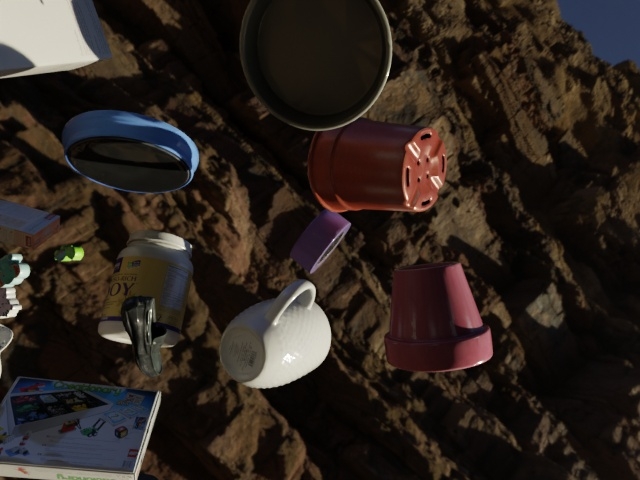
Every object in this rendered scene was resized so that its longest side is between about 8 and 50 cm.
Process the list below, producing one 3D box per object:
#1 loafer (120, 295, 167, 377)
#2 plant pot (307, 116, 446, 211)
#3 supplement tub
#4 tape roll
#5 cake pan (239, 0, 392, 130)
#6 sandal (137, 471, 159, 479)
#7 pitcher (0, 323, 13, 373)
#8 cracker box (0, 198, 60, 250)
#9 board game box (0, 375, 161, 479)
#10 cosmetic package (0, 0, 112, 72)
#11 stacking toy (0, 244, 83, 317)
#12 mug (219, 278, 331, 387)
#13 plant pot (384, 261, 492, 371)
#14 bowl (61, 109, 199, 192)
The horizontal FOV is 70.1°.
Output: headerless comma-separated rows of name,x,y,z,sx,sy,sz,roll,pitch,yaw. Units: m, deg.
loafer,-0.393,0.225,1.050,0.076,0.078,0.223,-108,-168,-62
plant pot,0.156,-0.190,1.164,0.265,0.272,0.272,13,-44,42
supplement tub,-0.545,0.157,1.460,0.241,0.331,0.241,4,-22,2
tape roll,0.000,0.000,1.322,0.080,0.189,0.189,39,-32,8
cake pan,-0.009,-0.362,0.876,0.293,0.054,0.293,6,-60,10
sandal,-0.572,0.773,1.447,0.179,0.067,0.040,11,-61,27
pitcher,-0.866,0.325,1.114,0.126,0.177,0.207,33,-72,-8
cracker box,-1.028,-0.059,1.524,0.232,0.155,0.067,17,-64,-4
board game box,-0.512,0.390,0.947,0.306,0.193,0.053,9,-55,-7
cosmetic package,-0.630,-0.440,0.925,0.155,0.365,0.196,-4,-68,21
stacking toy,-0.503,0.066,0.702,0.052,0.221,0.167,63,15,12
mug,-0.134,0.286,1.449,0.276,0.328,0.374,34,-76,22
plant pot,0.217,0.138,0.883,0.201,0.201,0.180,-9,-92,53
bowl,-0.577,-0.253,1.400,0.391,0.077,0.391,-1,-20,0
